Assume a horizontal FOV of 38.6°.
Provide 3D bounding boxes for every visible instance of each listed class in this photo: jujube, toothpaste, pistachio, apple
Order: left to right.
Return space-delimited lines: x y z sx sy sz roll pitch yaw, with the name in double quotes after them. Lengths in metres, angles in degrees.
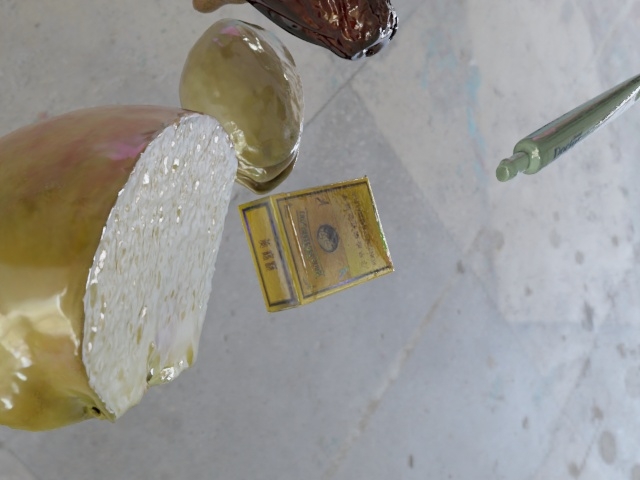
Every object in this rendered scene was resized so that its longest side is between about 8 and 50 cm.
-0.200 0.026 0.729 0.252 0.314 0.309 59 11 8 "apple"
-0.116 -0.211 1.354 0.181 0.162 0.293 -12 58 -8 "pistachio"
-0.011 -0.304 1.023 0.236 0.168 0.168 49 50 -1 "jujube"
0.269 -0.119 0.947 0.255 0.067 0.037 -30 69 -30 "toothpaste"

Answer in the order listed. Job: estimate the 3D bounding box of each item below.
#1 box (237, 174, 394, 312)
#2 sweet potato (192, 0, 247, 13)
0.000 0.000 1.626 0.301 0.084 0.193 -16 89 -53 "box"
-0.135 -0.529 1.835 0.095 0.354 0.106 53 58 -27 "sweet potato"
